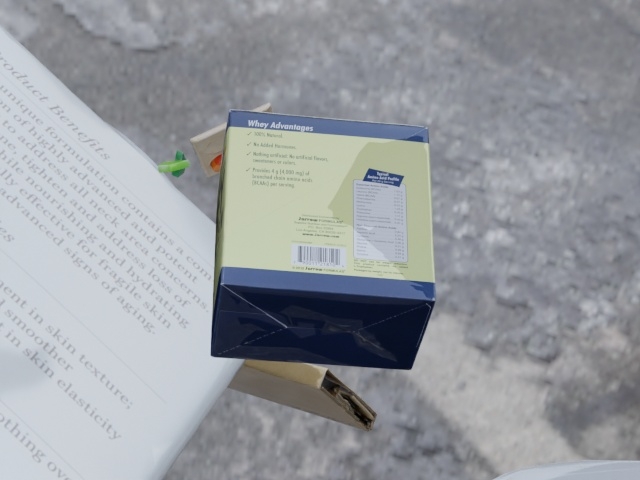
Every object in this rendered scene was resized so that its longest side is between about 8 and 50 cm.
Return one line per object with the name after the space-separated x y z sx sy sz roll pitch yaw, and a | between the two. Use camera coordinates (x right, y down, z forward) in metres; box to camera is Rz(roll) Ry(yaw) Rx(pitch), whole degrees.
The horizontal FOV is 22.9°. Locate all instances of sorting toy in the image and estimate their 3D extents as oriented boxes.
-0.065 -0.057 1.031 0.083 0.062 0.012 -25 68 -3 | sorting toy

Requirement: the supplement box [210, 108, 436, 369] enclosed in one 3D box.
0.000 0.000 0.631 0.083 0.056 0.083 5 56 -6 | supplement box

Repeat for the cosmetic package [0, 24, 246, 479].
-0.289 0.106 1.127 0.329 0.327 0.394 43 30 -4 | cosmetic package

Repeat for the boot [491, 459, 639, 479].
0.124 0.126 0.444 0.258 0.123 0.095 6 38 -25 | boot

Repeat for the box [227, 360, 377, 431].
-0.064 0.113 1.372 0.201 0.164 0.021 15 76 21 | box
